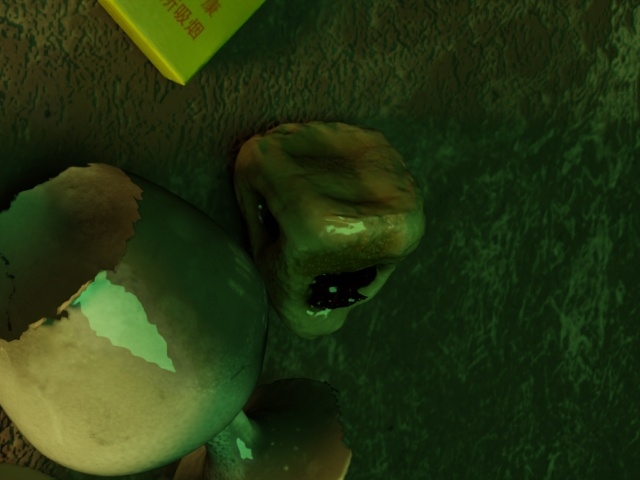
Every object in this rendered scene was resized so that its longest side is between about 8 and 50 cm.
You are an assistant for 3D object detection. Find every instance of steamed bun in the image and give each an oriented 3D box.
[{"bbox_3d":[0.000,0.000,1.554,0.141,0.172,0.155,-2,124,-21],"label":"steamed bun"}]

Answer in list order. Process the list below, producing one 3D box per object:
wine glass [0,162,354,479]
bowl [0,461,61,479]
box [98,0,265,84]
[{"bbox_3d":[-0.128,0.104,1.453,0.238,0.238,0.323,-49,126,-10],"label":"wine glass"},{"bbox_3d":[-0.272,0.273,1.439,0.289,0.146,0.289,-6,124,-8],"label":"bowl"},{"bbox_3d":[-0.059,-0.308,1.480,0.335,0.047,0.187,-48,122,-12],"label":"box"}]
